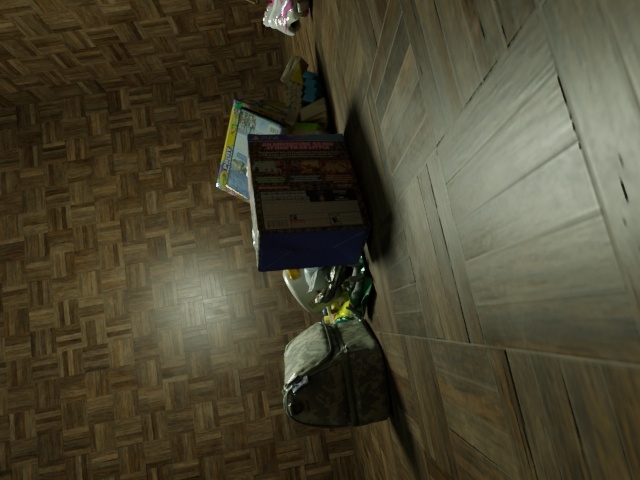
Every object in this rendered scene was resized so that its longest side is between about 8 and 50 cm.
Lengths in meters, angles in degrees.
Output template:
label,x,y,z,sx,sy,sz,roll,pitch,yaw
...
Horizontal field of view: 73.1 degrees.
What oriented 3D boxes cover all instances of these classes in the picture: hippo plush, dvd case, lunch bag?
label,x,y,z,sx,sy,sz,roll,pitch,yaw
hippo plush,-0.077,0.019,1.244,0.294,0.236,0.234,-57,-21,-47
dvd case,-0.195,-0.245,1.276,0.180,0.022,0.253,31,117,31
lunch bag,0.027,0.350,1.146,0.305,0.255,0.213,-122,21,-80

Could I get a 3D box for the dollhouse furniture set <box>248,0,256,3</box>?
label,x,y,z,sx,sy,sz,roll,pitch,yaw
dollhouse furniture set,-0.133,-0.784,1.095,0.262,0.135,0.259,-32,55,51

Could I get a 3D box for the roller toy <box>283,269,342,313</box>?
label,x,y,z,sx,sy,sz,roll,pitch,yaw
roller toy,-0.031,0.144,1.461,0.191,0.146,0.209,54,-176,10

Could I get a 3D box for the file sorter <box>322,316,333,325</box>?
label,x,y,z,sx,sy,sz,roll,pitch,yaw
file sorter,0.072,0.430,1.973,0.170,0.104,0.118,84,174,-49

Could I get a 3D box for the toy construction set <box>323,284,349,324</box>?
label,x,y,z,sx,sy,sz,roll,pitch,yaw
toy construction set,0.055,0.301,1.628,0.215,0.151,0.328,103,168,-81

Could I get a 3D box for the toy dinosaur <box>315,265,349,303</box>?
label,x,y,z,sx,sy,sz,roll,pitch,yaw
toy dinosaur,0.057,0.045,1.130,0.118,0.064,0.268,-69,-2,-68

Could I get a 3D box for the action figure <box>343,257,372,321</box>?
label,x,y,z,sx,sy,sz,roll,pitch,yaw
action figure,0.091,0.139,1.104,0.232,0.063,0.137,85,180,-51

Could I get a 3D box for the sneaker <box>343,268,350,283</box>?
label,x,y,z,sx,sy,sz,roll,pitch,yaw
sneaker,0.050,0.031,1.429,0.217,0.079,0.121,-118,19,-52

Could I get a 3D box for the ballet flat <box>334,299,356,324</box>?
label,x,y,z,sx,sy,sz,roll,pitch,yaw
ballet flat,0.093,0.235,1.406,0.231,0.077,0.077,101,180,-74

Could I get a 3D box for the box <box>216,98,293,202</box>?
label,x,y,z,sx,sy,sz,roll,pitch,yaw
box,-0.170,-0.298,1.442,0.279,0.177,0.290,-31,-37,-61

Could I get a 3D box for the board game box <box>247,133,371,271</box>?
label,x,y,z,sx,sy,sz,roll,pitch,yaw
board game box,-0.041,-0.094,0.979,0.141,0.231,0.291,103,160,-52

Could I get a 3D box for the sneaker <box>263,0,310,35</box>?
label,x,y,z,sx,sy,sz,roll,pitch,yaw
sneaker,-0.071,-0.672,1.175,0.103,0.111,0.252,-60,3,-27

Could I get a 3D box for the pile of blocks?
label,x,y,z,sx,sy,sz,roll,pitch,yaw
pile of blocks,-0.022,-0.371,1.256,0.112,0.148,0.363,23,-122,-55
